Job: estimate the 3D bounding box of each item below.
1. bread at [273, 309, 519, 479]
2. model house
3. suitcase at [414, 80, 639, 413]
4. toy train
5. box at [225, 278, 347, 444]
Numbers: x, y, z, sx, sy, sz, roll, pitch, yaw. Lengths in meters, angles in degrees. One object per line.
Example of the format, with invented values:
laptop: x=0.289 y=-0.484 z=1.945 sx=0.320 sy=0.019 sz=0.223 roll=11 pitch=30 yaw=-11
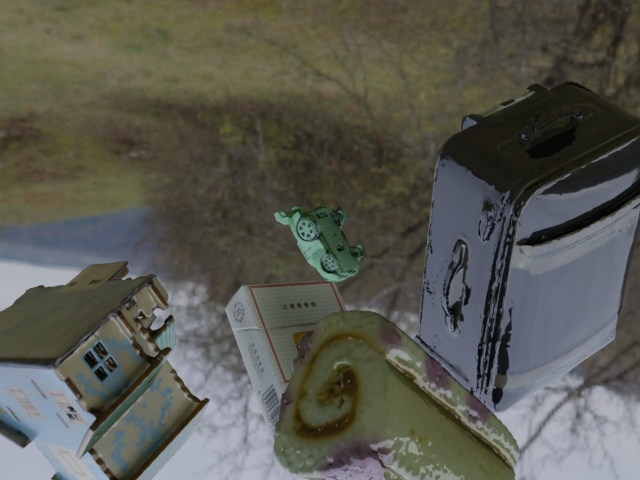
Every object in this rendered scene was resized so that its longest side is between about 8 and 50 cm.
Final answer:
bread: x=0.095 y=0.239 z=1.233 sx=0.155 sy=0.187 sz=0.338 roll=-10 pitch=143 yaw=35
model house: x=-0.207 y=0.150 z=1.056 sx=0.271 sy=0.206 sz=0.178 roll=-9 pitch=-152 yaw=46
suitcase: x=0.266 y=0.022 z=1.377 sx=0.283 sy=0.434 sz=0.194 roll=-26 pitch=-134 yaw=-29
toy train: x=0.000 y=0.000 z=1.766 sx=0.081 sy=0.149 sz=0.099 roll=-30 pitch=175 yaw=34
box: x=-0.022 y=0.233 z=1.977 sx=0.210 sy=0.330 sz=0.095 roll=-2 pitch=145 yaw=-35
